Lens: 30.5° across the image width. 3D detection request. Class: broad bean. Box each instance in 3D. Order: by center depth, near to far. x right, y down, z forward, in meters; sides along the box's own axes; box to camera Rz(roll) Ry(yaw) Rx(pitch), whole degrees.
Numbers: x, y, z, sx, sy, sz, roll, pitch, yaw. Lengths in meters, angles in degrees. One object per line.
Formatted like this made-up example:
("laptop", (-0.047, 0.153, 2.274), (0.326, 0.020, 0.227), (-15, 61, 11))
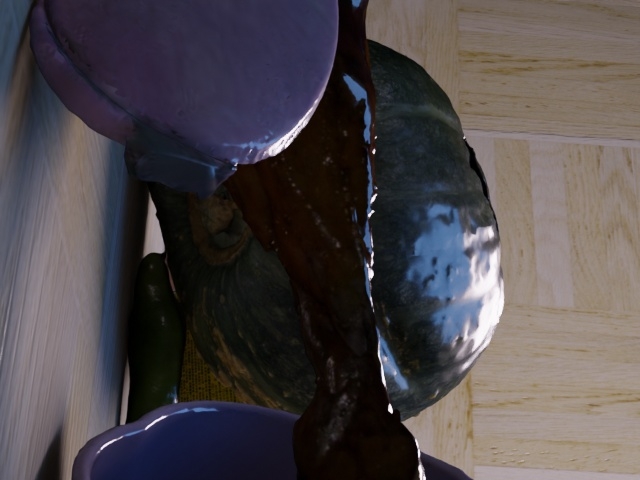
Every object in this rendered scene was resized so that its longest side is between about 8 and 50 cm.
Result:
("broad bean", (-0.130, 0.109, 0.904), (0.061, 0.046, 0.195), (109, -14, -66))

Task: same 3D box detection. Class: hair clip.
("hair clip", (-0.056, -0.151, 0.535), (0.110, 0.096, 0.358), (55, 18, -44))

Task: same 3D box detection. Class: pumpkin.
("pumpkin", (-0.001, -0.003, 0.961), (0.292, 0.257, 0.327), (-9, -96, 49))

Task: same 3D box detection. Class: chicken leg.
("chicken leg", (0.000, 0.000, 0.568), (0.113, 0.093, 0.304), (139, -56, -60))

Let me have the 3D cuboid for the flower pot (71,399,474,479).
("flower pot", (-0.018, 0.243, 0.593), (0.265, 0.265, 0.243), (-100, -155, -74))

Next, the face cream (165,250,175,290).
("face cream", (-0.128, 0.062, 1.366), (0.149, 0.104, 0.149), (-176, -90, -86))

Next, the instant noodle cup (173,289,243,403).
("instant noodle cup", (-0.091, 0.124, 1.145), (0.182, 0.182, 0.144), (106, -21, -72))
